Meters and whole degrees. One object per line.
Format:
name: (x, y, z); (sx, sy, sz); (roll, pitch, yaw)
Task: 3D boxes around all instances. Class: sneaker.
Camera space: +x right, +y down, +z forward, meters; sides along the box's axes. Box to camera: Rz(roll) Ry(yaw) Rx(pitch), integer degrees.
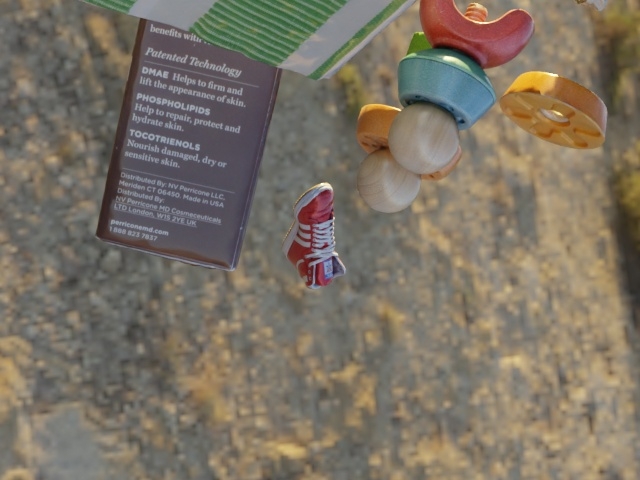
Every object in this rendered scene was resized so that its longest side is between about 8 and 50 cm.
sneaker: (0.000, 0.000, 1.558); (0.042, 0.118, 0.067); (-18, 61, -26)

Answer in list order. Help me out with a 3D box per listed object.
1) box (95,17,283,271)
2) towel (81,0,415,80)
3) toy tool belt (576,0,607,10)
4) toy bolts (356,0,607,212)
box: (-0.096, -0.186, 1.462); (0.191, 0.143, 0.381); (-90, -165, -73)
towel: (-0.072, -0.211, 1.044); (0.324, 0.248, 0.038); (15, 61, -27)
toy tool belt: (0.283, -0.284, 1.671); (0.052, 0.051, 0.083); (-69, 176, -67)
toy bolts: (0.131, -0.097, 1.411); (0.228, 0.218, 0.158); (74, 39, -71)
